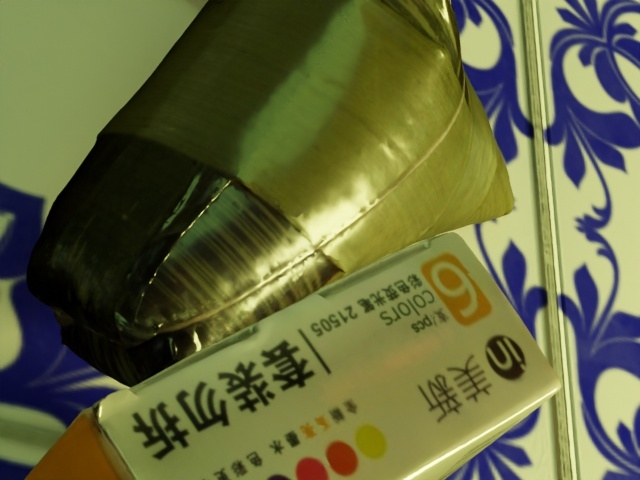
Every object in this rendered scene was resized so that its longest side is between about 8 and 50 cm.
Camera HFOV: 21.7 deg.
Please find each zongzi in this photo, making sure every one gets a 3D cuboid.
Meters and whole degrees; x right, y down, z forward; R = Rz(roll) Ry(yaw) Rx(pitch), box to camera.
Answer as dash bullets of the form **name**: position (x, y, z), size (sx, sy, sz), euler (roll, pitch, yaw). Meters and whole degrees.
- **zongzi**: position (0.000, 0.000, 0.960), size (0.289, 0.154, 0.317), euler (-54, 138, -15)

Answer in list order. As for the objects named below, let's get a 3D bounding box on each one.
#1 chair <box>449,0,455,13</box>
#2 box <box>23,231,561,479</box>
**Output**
- **chair**: position (-0.005, -0.208, 1.072), size (0.154, 0.141, 0.260), euler (-60, 145, -41)
- **box**: position (-0.052, 0.127, 0.733), size (0.221, 0.274, 0.091), euler (-23, 73, -43)
